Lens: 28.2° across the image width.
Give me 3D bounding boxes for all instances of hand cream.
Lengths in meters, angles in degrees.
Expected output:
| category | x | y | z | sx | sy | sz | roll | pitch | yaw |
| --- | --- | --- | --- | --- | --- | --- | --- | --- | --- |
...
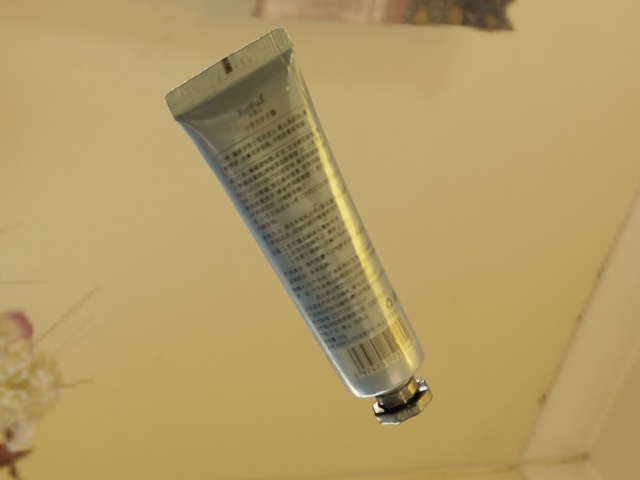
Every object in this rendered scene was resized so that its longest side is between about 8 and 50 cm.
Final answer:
| category | x | y | z | sx | sy | sz | roll | pitch | yaw |
| --- | --- | --- | --- | --- | --- | --- | --- | --- | --- |
| hand cream | 0.000 | 0.000 | 0.836 | 0.271 | 0.091 | 0.058 | 62 | -12 | -18 |
